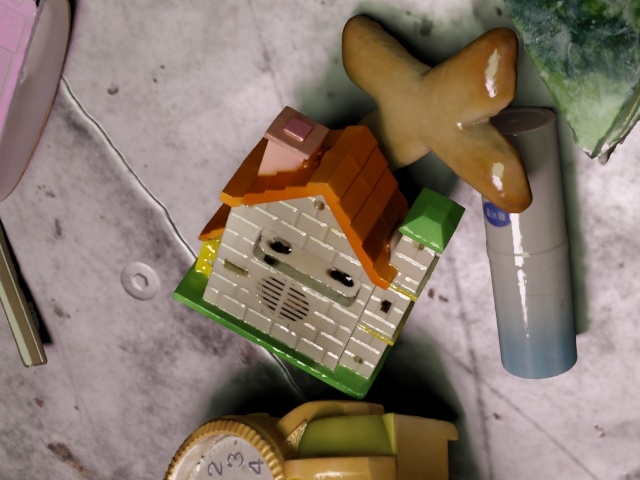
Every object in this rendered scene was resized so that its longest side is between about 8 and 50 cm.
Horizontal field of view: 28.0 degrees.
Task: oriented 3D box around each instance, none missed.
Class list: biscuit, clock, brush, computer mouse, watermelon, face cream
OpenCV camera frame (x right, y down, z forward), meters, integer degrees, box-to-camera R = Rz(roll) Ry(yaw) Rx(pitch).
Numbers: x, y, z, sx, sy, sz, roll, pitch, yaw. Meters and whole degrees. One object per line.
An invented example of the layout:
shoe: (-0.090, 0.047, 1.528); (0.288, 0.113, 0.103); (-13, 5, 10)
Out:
biscuit: (0.098, -0.115, 1.145); (0.208, 0.047, 0.164); (18, 127, 49)
clock: (-0.025, 0.297, 1.339); (0.317, 0.200, 0.244); (-12, 70, 40)
clock: (0.000, 0.000, 1.218); (0.219, 0.106, 0.255); (29, 139, 5)
brush: (-0.351, 0.053, 1.468); (0.034, 0.027, 0.190); (-13, 103, 22)
computer mouse: (-0.355, -0.172, 1.325); (0.158, 0.072, 0.310); (28, 122, 4)
watermelon: (0.230, -0.205, 1.024); (0.231, 0.310, 0.193); (11, 128, -29)
face cream: (0.194, 0.005, 1.203); (0.077, 0.077, 0.250); (-1, 114, 21)
